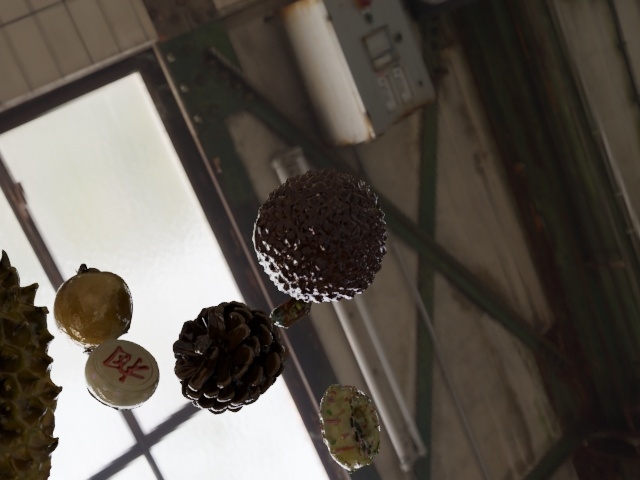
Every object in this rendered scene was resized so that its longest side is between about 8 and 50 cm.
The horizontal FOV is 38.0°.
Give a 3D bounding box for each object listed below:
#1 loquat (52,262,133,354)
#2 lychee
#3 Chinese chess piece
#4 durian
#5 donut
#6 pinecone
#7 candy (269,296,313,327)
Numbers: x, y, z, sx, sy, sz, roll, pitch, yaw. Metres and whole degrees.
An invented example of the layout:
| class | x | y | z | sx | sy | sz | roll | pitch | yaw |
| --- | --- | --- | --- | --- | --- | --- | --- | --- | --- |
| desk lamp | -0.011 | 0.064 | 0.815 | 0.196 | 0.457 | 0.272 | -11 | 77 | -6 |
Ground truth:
| class | x | y | z | sx | sy | sz | roll | pitch | yaw |
| --- | --- | --- | --- | --- | --- | --- | --- | --- | --- |
| loquat | -0.400 | 0.121 | 1.636 | 0.137 | 0.163 | 0.163 | -3 | -169 | -17 |
| lychee | 0.000 | 0.000 | 1.771 | 0.264 | 0.264 | 0.300 | -41 | 164 | -47 |
| Chinese chess piece | -0.319 | 0.214 | 1.498 | 0.051 | 0.122 | 0.122 | -60 | 177 | 30 |
| durian | -0.317 | 0.170 | 0.767 | 0.191 | 0.341 | 0.112 | 19 | 171 | 16 |
| donut | 0.062 | 0.362 | 1.817 | 0.068 | 0.174 | 0.174 | -18 | -163 | 24 |
| pinecone | -0.146 | 0.183 | 1.471 | 0.185 | 0.169 | 0.212 | -51 | 176 | -9 |
| candy | -0.051 | 0.136 | 1.880 | 0.182 | 0.053 | 0.046 | -30 | 165 | -35 |
